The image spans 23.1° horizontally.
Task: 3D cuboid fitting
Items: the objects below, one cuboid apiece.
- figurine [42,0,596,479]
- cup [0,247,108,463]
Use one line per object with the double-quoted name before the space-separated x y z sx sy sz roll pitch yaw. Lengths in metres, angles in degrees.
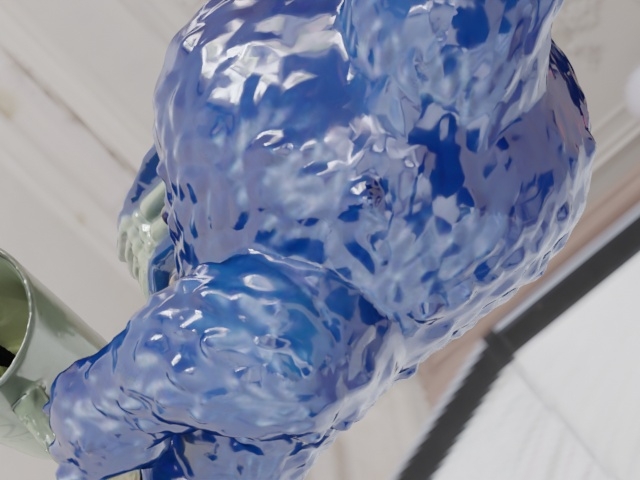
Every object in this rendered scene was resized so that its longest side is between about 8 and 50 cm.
"figurine" 0.002 0.000 0.438 0.121 0.262 0.164 18 -139 -10
"cup" -0.092 0.041 0.504 0.075 0.054 0.083 16 165 22
